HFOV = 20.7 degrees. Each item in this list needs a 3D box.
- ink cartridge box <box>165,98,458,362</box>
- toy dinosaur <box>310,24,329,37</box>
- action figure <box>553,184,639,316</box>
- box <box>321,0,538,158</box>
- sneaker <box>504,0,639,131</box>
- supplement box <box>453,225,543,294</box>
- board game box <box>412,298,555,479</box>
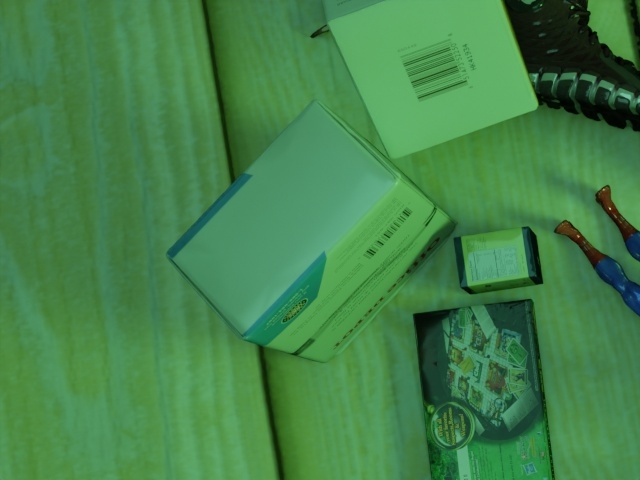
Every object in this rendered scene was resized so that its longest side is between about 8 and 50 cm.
[{"bbox_3d":[0.000,0.000,1.844,0.223,0.307,0.129,-47,73,4],"label":"ink cartridge box"},{"bbox_3d":[0.037,-0.267,2.009,0.090,0.047,0.082,15,68,25],"label":"toy dinosaur"},{"bbox_3d":[0.360,0.068,1.841,0.091,0.139,0.280,-41,78,7],"label":"action figure"},{"bbox_3d":[0.089,-0.295,1.834,0.168,0.215,0.345,-19,48,8],"label":"box"},{"bbox_3d":[0.297,-0.220,1.907,0.281,0.106,0.163,15,84,16],"label":"sneaker"},{"bbox_3d":[0.194,0.023,1.909,0.083,0.083,0.056,-9,80,12],"label":"supplement box"},{"bbox_3d":[0.182,0.201,1.919,0.136,0.030,0.260,-7,81,10],"label":"board game box"}]
